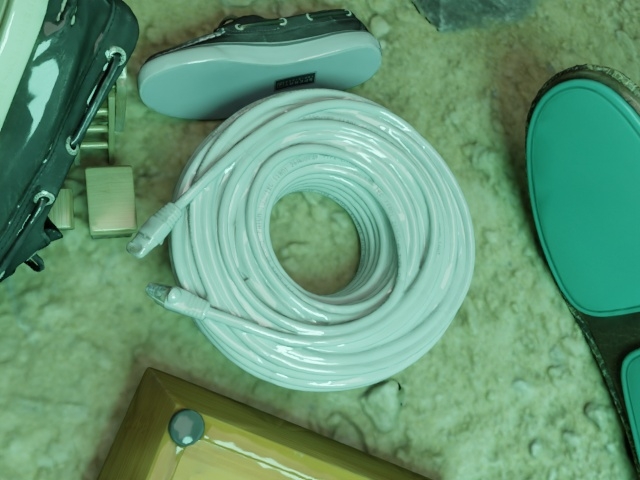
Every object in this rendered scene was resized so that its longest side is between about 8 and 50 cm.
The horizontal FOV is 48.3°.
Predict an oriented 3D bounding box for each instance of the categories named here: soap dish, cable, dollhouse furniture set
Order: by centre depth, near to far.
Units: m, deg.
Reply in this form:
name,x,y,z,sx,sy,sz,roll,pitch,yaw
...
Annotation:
name,x,y,z,sx,sy,sz,roll,pitch,yaw
soap dish,-0.035,0.250,0.515,0.291,0.118,0.228,24,71,-10
dollhouse furniture set,-0.240,-0.079,0.547,0.182,0.101,0.160,-5,77,-18
cable,0.000,0.000,0.608,0.257,0.089,0.257,35,68,-7

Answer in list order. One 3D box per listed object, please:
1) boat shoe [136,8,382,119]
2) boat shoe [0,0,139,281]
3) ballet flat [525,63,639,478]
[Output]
name,x,y,z,sx,sy,sz,roll,pitch,yaw
boat shoe,-0.056,-0.171,0.645,0.229,0.080,0.076,-15,64,-17
boat shoe,-0.224,-0.030,0.486,0.113,0.127,0.340,7,114,-51
ballet flat,0.332,0.066,0.676,0.182,0.164,0.482,-17,87,-42
